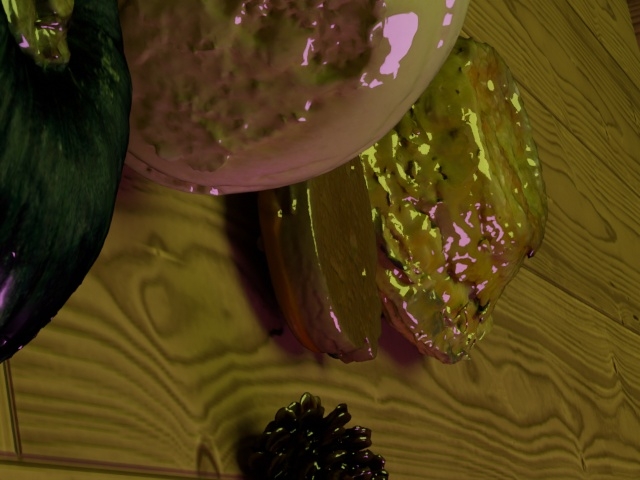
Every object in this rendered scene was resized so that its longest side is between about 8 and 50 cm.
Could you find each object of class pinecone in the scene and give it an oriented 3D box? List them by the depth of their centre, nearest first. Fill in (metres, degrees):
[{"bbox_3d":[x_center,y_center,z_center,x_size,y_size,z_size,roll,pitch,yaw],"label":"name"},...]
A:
[{"bbox_3d":[0.003,0.128,0.918,0.077,0.083,0.077,-38,143,-35],"label":"pinecone"}]

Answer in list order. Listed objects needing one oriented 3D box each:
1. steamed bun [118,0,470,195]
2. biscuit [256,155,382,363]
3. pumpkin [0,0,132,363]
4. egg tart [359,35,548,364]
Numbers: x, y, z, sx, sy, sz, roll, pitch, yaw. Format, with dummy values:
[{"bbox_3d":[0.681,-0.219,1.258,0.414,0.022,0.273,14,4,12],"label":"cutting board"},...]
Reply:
[{"bbox_3d":[-0.006,-0.165,0.836,0.166,0.273,0.232,20,37,-10],"label":"steamed bun"},{"bbox_3d":[-0.004,0.000,1.050,0.170,0.050,0.170,-9,90,-75],"label":"biscuit"},{"bbox_3d":[-0.153,-0.062,0.513,0.233,0.163,0.233,-14,90,-72],"label":"pumpkin"},{"bbox_3d":[0.088,-0.059,1.237,0.294,0.123,0.294,72,19,0],"label":"egg tart"}]
